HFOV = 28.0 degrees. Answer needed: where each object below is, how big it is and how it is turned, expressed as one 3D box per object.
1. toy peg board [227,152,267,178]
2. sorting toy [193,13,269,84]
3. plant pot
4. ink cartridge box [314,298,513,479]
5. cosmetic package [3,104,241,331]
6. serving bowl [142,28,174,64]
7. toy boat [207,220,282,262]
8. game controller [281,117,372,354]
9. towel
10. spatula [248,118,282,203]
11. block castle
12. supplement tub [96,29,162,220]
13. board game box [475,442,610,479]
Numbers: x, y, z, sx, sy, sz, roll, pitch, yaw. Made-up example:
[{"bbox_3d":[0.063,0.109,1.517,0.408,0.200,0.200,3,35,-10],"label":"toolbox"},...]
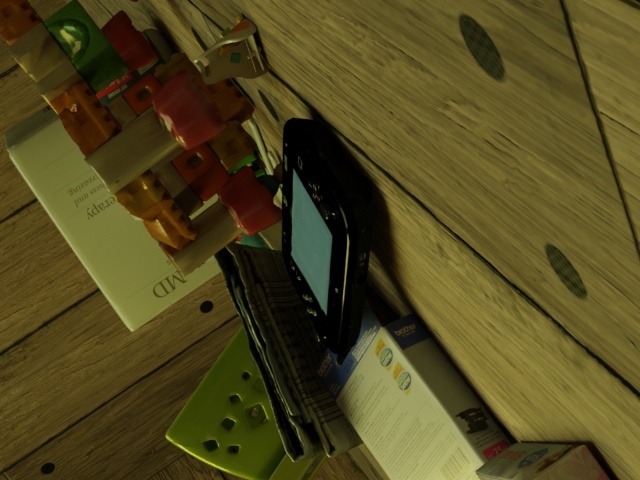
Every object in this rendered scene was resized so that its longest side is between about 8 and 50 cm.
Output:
[{"bbox_3d":[-0.142,-0.140,2.030,0.161,0.079,0.161,59,-172,-10],"label":"toy peg board"},{"bbox_3d":[-0.104,-0.206,1.432,0.045,0.075,0.083,53,171,25],"label":"sorting toy"},{"bbox_3d":[-0.077,0.275,2.002,0.207,0.228,0.227,33,176,12],"label":"plant pot"},{"bbox_3d":[0.124,0.226,1.584,0.311,0.065,0.186,51,142,21],"label":"ink cartridge box"},{"bbox_3d":[-0.344,-0.108,2.401,0.394,0.329,0.327,58,172,-17],"label":"cosmetic package"},{"bbox_3d":[-0.264,-0.321,2.145,0.083,0.027,0.083,55,173,10],"label":"serving bowl"},{"bbox_3d":[-0.087,0.050,2.122,0.318,0.148,0.267,48,169,46],"label":"toy boat"},{"bbox_3d":[0.000,0.000,1.475,0.166,0.067,0.319,51,157,26],"label":"game controller"},{"bbox_3d":[-0.017,0.145,1.785,0.312,0.056,0.324,69,-162,9],"label":"towel"},{"bbox_3d":[-0.045,-0.068,1.877,0.168,0.019,0.242,59,174,28],"label":"spatula"},{"bbox_3d":[-0.231,-0.199,1.658,0.453,0.212,0.303,51,176,34],"label":"block castle"},{"bbox_3d":[-0.309,-0.191,2.125,0.272,0.191,0.191,59,172,-16],"label":"supplement tub"},{"bbox_3d":[0.292,0.348,1.278,0.318,0.066,0.319,55,173,5],"label":"board game box"}]
